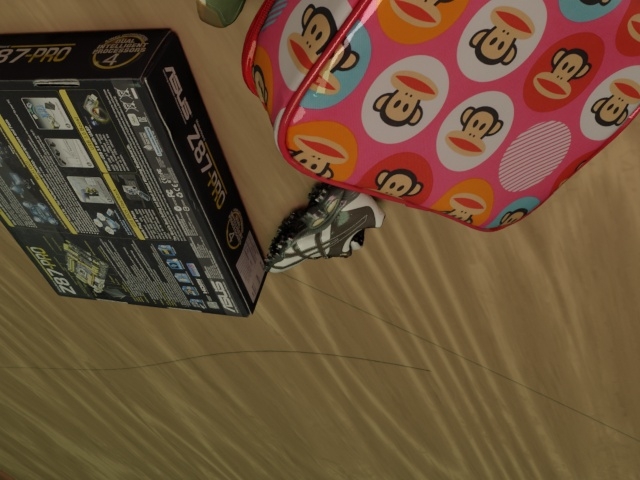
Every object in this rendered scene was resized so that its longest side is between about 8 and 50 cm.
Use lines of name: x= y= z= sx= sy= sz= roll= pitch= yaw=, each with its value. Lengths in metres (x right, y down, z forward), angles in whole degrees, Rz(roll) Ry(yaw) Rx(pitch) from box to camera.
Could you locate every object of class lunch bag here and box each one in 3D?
lunch bag: x=0.117 y=-0.143 z=0.522 sx=0.293 sy=0.120 sz=0.258 roll=15 pitch=125 yaw=-39

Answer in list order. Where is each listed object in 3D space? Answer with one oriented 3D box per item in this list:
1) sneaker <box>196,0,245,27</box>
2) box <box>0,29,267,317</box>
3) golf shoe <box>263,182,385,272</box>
sneaker: x=-0.048 y=-0.247 z=0.608 sx=0.086 sy=0.064 sz=0.192 roll=23 pitch=139 yaw=2
box: x=-0.266 y=-0.064 z=0.904 sx=0.318 sy=0.097 sz=0.395 roll=2 pitch=140 yaw=18
golf shoe: x=0.000 y=0.000 z=0.887 sx=0.094 sy=0.077 sz=0.198 roll=30 pitch=142 yaw=-15
